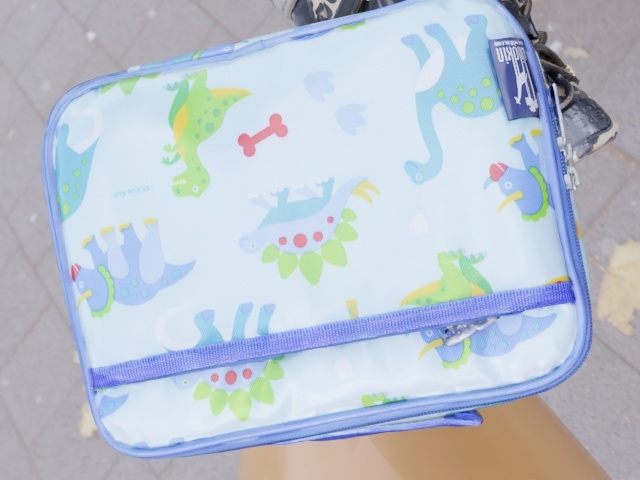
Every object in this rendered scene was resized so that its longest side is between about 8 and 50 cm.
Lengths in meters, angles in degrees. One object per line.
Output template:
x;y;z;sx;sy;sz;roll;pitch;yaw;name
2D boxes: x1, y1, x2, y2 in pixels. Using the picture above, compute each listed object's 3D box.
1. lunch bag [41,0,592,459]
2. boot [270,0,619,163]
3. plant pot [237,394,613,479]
0.000;0.000;0.431;0.219;0.090;0.176;-10;84;9;lunch bag
0.135;-0.189;0.766;0.377;0.138;0.284;-34;88;47;boot
0.068;0.199;0.606;0.291;0.291;0.203;-36;45;19;plant pot
